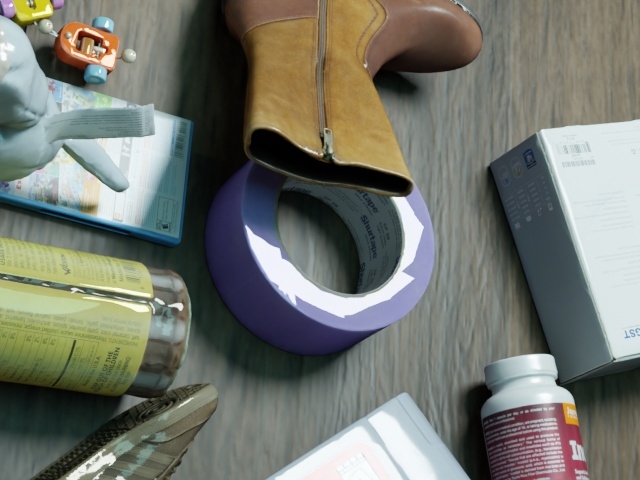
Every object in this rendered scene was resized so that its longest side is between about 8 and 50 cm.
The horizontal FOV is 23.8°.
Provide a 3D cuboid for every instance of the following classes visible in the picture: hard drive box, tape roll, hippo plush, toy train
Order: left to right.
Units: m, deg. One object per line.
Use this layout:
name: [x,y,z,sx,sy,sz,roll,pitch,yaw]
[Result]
hippo plush: [-0.289,-0.168,1.128,0.294,0.234,0.236,-9,70,-23]
toy train: [-0.220,-0.215,1.307,0.125,0.046,0.166,12,68,-27]
tape roll: [0.000,0.000,1.323,0.189,0.080,0.189,11,66,-26]
hard drive box: [0.290,0.007,1.482,0.181,0.089,0.232,-7,74,-32]

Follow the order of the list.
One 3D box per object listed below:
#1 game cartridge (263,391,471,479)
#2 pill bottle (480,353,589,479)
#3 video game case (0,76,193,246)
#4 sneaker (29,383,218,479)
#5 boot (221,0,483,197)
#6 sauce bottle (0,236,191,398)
game cartridge: [0.023,0.266,1.225,0.294,0.060,0.196,-29,81,-36]
pill bottle: [0.190,0.182,1.354,0.086,0.086,0.152,2,70,-30]
video game case: [-0.190,-0.069,1.281,0.166,0.015,0.119,16,64,-24]
sneaker: [-0.150,0.180,1.183,0.188,0.066,0.071,-32,105,-30]
boot: [0.048,-0.141,1.322,0.264,0.096,0.280,17,33,-23]
sauce bottle: [-0.272,0.043,1.129,0.344,0.111,0.111,13,64,-25]
